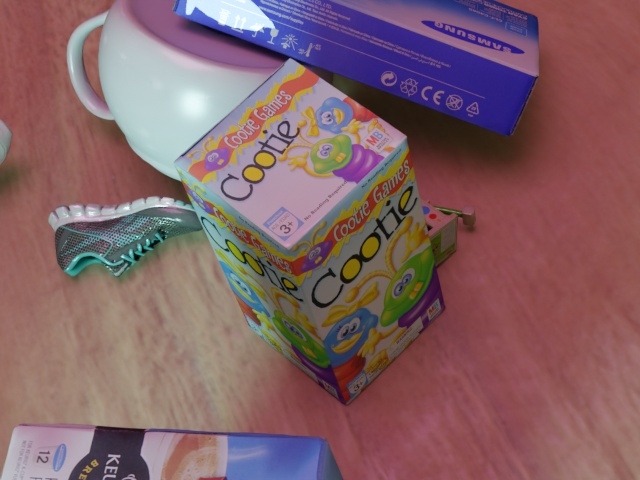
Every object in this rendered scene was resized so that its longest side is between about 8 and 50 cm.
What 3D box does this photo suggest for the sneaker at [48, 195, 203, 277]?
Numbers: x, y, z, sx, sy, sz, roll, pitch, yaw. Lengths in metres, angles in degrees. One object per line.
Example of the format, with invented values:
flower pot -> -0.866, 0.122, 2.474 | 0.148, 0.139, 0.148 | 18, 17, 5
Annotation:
sneaker -> -0.196, 0.001, 1.433 | 0.166, 0.065, 0.076 | -6, 72, 13

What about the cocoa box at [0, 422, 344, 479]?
cocoa box -> -0.084, 0.308, 1.020 | 0.227, 0.347, 0.231 | 1, 58, 13

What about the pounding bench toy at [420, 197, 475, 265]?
pounding bench toy -> 0.103, -0.018, 1.370 | 0.083, 0.052, 0.065 | -36, 55, -25

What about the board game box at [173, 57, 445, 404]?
board game box -> 0.000, 0.000, 1.247 | 0.144, 0.275, 0.142 | -44, 58, -16

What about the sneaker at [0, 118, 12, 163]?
sneaker -> -0.428, -0.004, 1.462 | 0.305, 0.114, 0.152 | -42, 64, -5

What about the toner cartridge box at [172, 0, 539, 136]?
toner cartridge box -> 0.042, -0.223, 1.390 | 0.347, 0.075, 0.165 | 20, 31, -3

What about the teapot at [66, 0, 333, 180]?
teapot -> -0.120, -0.144, 1.433 | 0.252, 0.187, 0.256 | 5, 34, -19
